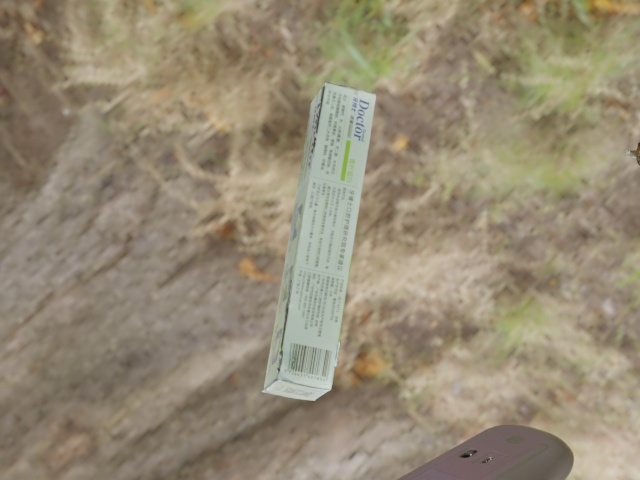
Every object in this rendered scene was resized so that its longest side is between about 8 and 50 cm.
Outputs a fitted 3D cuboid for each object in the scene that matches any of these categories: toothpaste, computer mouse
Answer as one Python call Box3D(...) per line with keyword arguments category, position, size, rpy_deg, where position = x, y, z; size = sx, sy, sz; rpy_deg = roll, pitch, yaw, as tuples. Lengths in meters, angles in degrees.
Box3D(category="toothpaste", position=(0.000, 0.000, 1.752), size=(0.067, 0.336, 0.081), rpy_deg=(13, 163, -11))
Box3D(category="computer mouse", position=(0.154, 0.247, 1.621), size=(0.120, 0.232, 0.057), rpy_deg=(11, 115, 44))

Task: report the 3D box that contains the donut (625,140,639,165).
Box3D(category="donut", position=(0.395, -0.092, 1.386), size=(0.141, 0.217, 0.085), rpy_deg=(54, 158, 26))
